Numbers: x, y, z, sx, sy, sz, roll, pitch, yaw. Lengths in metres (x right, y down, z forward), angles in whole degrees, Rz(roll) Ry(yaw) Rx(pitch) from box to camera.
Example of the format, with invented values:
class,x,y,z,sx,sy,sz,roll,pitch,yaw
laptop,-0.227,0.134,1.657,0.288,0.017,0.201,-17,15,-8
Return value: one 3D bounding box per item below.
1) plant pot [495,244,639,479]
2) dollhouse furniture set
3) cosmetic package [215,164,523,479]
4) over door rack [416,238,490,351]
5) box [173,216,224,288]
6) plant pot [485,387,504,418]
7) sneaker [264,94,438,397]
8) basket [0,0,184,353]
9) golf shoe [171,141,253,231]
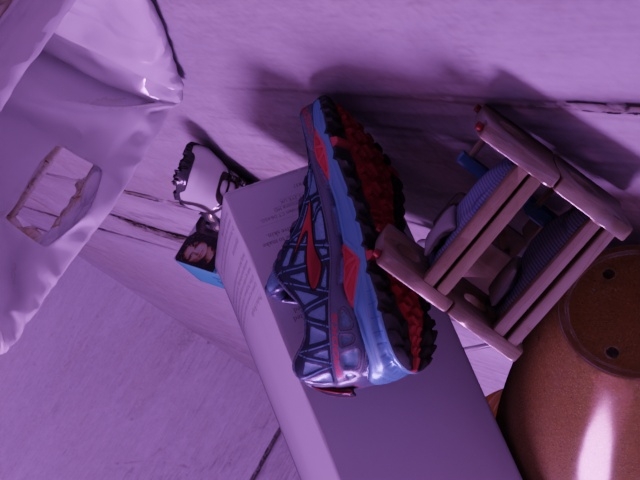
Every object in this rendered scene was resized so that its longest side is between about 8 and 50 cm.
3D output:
class,x,y,z,sx,sy,sz,roll,pitch,yaw
plant pot,0.254,0.124,0.954,0.237,0.237,0.254,24,153,24
dollhouse furniture set,0.131,-0.027,0.888,0.129,0.129,0.183,36,-161,-7
cosmetic package,0.035,0.128,1.062,0.197,0.155,0.365,112,136,-68
over door rack,0.092,0.062,1.331,0.324,0.108,0.239,-4,147,44
box,-0.087,0.020,1.539,0.244,0.100,0.060,14,158,51
plant pot,0.279,0.236,1.297,0.205,0.205,0.188,35,130,-21
sneaker,0.000,0.000,0.938,0.125,0.261,0.104,-26,145,23
basket,-0.327,-0.122,1.002,0.266,0.328,0.331,30,168,8
golf shoe,-0.108,-0.058,1.370,0.094,0.077,0.198,14,170,17
